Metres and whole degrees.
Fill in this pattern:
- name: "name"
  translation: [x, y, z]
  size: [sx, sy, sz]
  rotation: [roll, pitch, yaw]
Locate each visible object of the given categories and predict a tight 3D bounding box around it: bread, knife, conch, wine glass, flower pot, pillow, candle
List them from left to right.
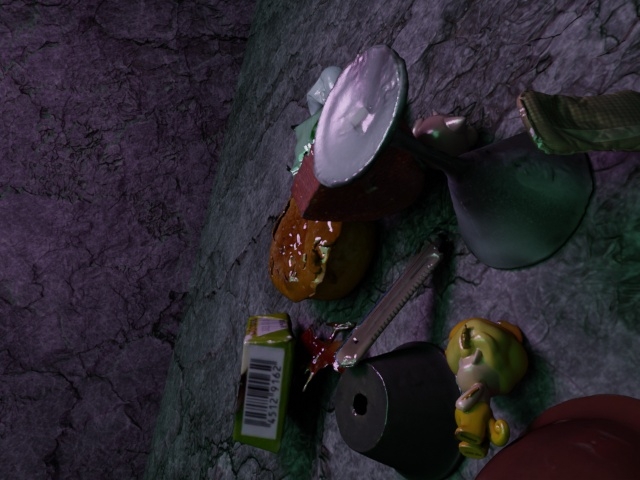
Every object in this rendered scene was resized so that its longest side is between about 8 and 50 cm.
- name: "bread"
  translation: [0.001, 0.002, 1.179]
  size: [0.358, 0.204, 0.337]
  rotation: [33, 107, 63]
- name: "conch"
  translation: [0.036, -0.466, 1.420]
  size: [0.221, 0.120, 0.185]
  rotation: [171, 108, -65]
- name: "candle"
  translation: [0.075, -0.133, 0.900]
  size: [0.287, 0.317, 0.132]
  rotation: [-24, 60, 6]
- name: "flower pot"
  translation: [0.135, 0.320, 0.836]
  size: [0.269, 0.166, 0.269]
  rotation: [-36, 45, 47]
- name: "knife"
  translation: [0.154, 0.114, 0.877]
  size: [0.365, 0.043, 0.089]
  rotation: [-49, 20, -19]
- name: "wine glass"
  translation: [0.207, -0.122, 0.691]
  size: [0.267, 0.405, 0.267]
  rotation: [-28, 54, 48]
- name: "pillow"
  translation: [0.391, -0.170, 0.619]
  size: [0.034, 0.210, 0.135]
  rotation: [96, 171, -59]

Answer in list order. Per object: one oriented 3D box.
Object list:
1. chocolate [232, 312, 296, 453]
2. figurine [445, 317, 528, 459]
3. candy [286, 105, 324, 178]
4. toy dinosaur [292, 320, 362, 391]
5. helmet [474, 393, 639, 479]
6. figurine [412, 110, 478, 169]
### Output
- name: "chocolate"
  translation: [-0.155, 0.372, 1.199]
  size: [0.289, 0.136, 0.301]
  rotation: [-148, 66, -83]
- name: "figurine"
  translation: [0.255, 0.214, 0.680]
  size: [0.131, 0.156, 0.246]
  rotation: [-5, 35, 28]
- name: "candy"
  translation: [0.083, -0.303, 1.140]
  size: [0.262, 0.172, 0.398]
  rotation: [-23, 19, 32]
- name: "toy dinosaur"
  translation: [0.013, 0.313, 1.132]
  size: [0.327, 0.113, 0.207]
  rotation: [-23, 30, 41]
- name: "helmet"
  translation: [0.288, 0.374, 0.492]
  size: [0.337, 0.230, 0.385]
  rotation: [12, 88, 61]
- name: "figurine"
  translation: [0.265, -0.212, 0.923]
  size: [0.138, 0.125, 0.125]
  rotation: [17, 91, 50]
